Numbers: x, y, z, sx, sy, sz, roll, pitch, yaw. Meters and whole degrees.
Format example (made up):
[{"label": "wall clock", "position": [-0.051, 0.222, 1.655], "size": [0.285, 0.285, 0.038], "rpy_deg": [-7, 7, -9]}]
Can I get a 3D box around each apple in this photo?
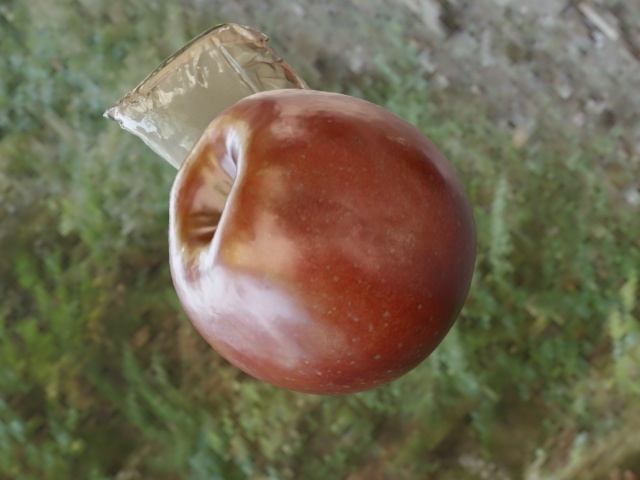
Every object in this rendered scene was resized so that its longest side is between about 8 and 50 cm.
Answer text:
[{"label": "apple", "position": [0.000, 0.000, 1.235], "size": [0.201, 0.218, 0.218], "rpy_deg": [19, -178, -30]}]

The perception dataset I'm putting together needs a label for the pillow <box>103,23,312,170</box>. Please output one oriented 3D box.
[{"label": "pillow", "position": [-0.065, -0.091, 1.713], "size": [0.270, 0.173, 0.067], "rpy_deg": [47, -174, -28]}]
